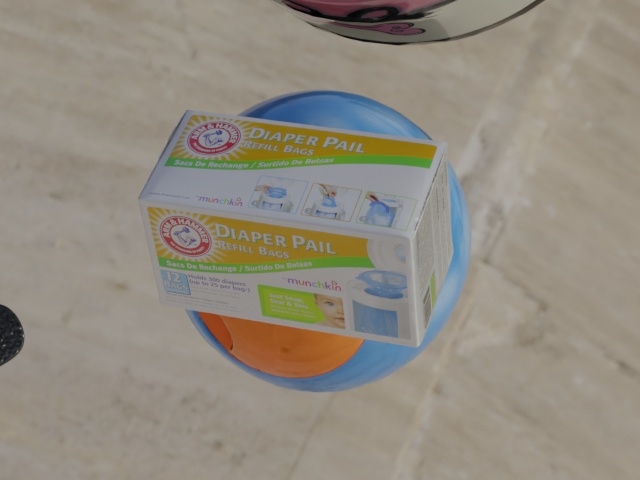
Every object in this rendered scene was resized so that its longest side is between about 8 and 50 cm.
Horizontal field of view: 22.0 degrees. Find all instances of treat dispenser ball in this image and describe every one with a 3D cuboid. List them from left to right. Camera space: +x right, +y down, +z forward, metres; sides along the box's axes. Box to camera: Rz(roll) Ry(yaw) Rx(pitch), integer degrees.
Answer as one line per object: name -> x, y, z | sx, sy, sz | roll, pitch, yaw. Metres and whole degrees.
treat dispenser ball -> 0.000, 0.000, 1.568 | 0.288, 0.288, 0.288 | 19, 26, -10

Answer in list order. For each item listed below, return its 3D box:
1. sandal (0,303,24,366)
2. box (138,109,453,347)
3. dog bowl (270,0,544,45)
sandal -> -0.312, 0.106, 1.270 | 0.179, 0.040, 0.067 | -26, 89, -29
box -> -0.016, -0.011, 1.190 | 0.203, 0.114, 0.103 | 8, 45, 16
dog bowl -> 0.039, -0.346, 1.218 | 0.408, 0.408, 0.150 | 31, 18, 12
